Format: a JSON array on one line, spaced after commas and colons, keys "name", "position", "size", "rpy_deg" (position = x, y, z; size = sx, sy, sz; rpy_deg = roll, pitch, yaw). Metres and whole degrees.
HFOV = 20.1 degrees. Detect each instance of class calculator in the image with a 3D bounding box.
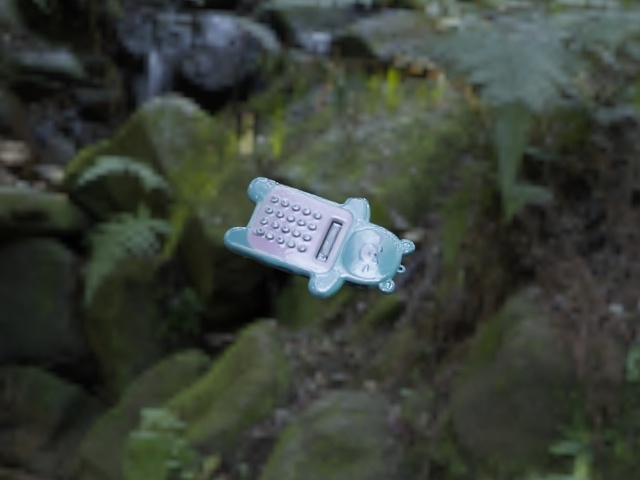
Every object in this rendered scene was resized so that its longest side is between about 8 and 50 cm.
[{"name": "calculator", "position": [0.000, 0.000, 1.394], "size": [0.141, 0.094, 0.019], "rpy_deg": [20, -27, 8]}]
